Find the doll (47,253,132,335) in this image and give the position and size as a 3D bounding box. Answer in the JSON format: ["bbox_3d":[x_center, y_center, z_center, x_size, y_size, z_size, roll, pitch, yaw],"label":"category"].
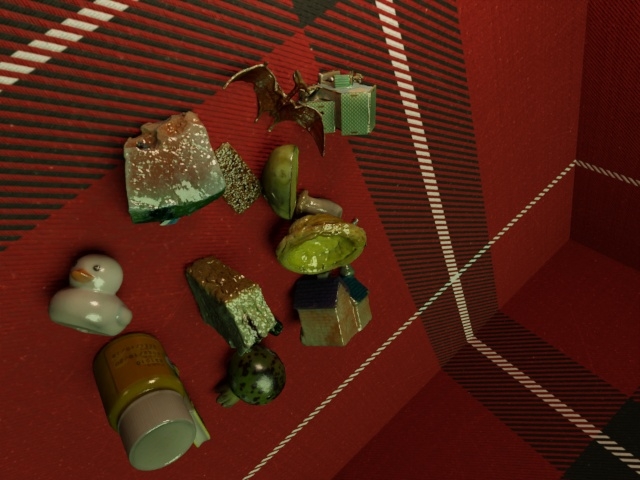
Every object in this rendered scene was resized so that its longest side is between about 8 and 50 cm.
[{"bbox_3d":[-0.622,0.149,1.202,0.221,0.221,0.251,-37,158,-14],"label":"doll"}]

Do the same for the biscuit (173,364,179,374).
[{"bbox_3d":[-0.615,0.541,1.562,0.247,0.029,0.118,-48,130,-3],"label":"biscuit"}]

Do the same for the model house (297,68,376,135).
[{"bbox_3d":[0.087,-0.430,1.359,0.271,0.206,0.178,-20,129,-28],"label":"model house"}]

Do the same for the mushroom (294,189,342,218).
[{"bbox_3d":[-0.005,-0.113,1.586,0.213,0.088,0.097,14,140,-38],"label":"mushroom"}]

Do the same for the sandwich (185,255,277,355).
[{"bbox_3d":[-0.284,0.225,1.405,0.131,0.326,0.262,-34,135,-32],"label":"sandwich"}]

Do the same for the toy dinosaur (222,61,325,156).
[{"bbox_3d":[-0.108,-0.374,1.266,0.207,0.112,0.327,-14,137,17],"label":"toy dinosaur"}]

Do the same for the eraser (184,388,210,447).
[{"bbox_3d":[-0.499,0.654,1.638,0.069,0.158,0.225,-27,132,-21],"label":"eraser"}]

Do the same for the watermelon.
[{"bbox_3d":[-0.397,-0.168,1.148,0.264,0.151,0.301,-21,121,-29],"label":"watermelon"}]

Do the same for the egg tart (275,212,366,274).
[{"bbox_3d":[0.000,0.000,1.561,0.346,0.132,0.345,-6,152,-3],"label":"egg tart"}]

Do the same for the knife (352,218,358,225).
[{"bbox_3d":[0.113,-0.012,1.798,0.022,0.026,0.184,24,107,-5],"label":"knife"}]

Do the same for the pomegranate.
[{"bbox_3d":[-0.292,0.540,1.716,0.306,0.242,0.242,-15,133,6],"label":"pomegranate"}]

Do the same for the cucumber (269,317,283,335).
[{"bbox_3d":[-0.242,0.288,1.674,0.067,0.067,0.293,-46,135,-5],"label":"cucumber"}]

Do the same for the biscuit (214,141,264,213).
[{"bbox_3d":[-0.272,-0.188,1.357,0.131,0.025,0.231,-46,137,-6],"label":"biscuit"}]

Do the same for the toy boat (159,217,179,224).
[{"bbox_3d":[-0.458,-0.113,1.259,0.105,0.034,0.149,-38,123,-9],"label":"toy boat"}]

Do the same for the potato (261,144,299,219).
[{"bbox_3d":[-0.134,-0.186,1.395,0.111,0.160,0.271,9,138,3],"label":"potato"}]

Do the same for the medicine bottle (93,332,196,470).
[{"bbox_3d":[-0.537,0.477,1.323,0.225,0.384,0.224,-20,128,-28],"label":"medicine bottle"}]

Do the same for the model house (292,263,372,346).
[{"bbox_3d":[0.048,0.243,1.793,0.312,0.245,0.279,-31,110,-56],"label":"model house"}]
